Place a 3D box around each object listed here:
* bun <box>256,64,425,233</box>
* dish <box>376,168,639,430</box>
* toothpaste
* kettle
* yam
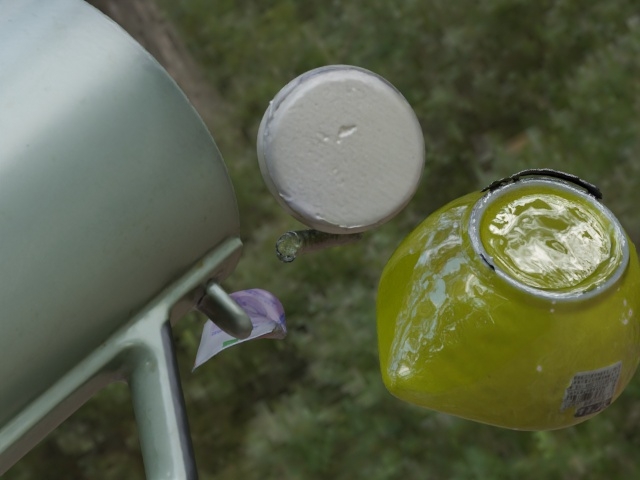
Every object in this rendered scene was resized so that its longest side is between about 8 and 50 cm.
[{"bbox_3d":[0.014,-0.071,1.529,0.138,0.138,0.094,-30,-1,-7],"label":"bun"},{"bbox_3d":[0.118,0.019,1.022,0.208,0.149,0.080,-31,-27,-38],"label":"dish"},{"bbox_3d":[-0.067,0.080,1.750,0.075,0.048,0.301,2,5,4],"label":"toothpaste"},{"bbox_3d":[-0.226,0.074,1.180,0.377,0.361,0.250,-44,-4,-30],"label":"kettle"},{"bbox_3d":[0.000,0.000,1.788,0.129,0.027,0.033,-9,-51,-60],"label":"yam"}]
